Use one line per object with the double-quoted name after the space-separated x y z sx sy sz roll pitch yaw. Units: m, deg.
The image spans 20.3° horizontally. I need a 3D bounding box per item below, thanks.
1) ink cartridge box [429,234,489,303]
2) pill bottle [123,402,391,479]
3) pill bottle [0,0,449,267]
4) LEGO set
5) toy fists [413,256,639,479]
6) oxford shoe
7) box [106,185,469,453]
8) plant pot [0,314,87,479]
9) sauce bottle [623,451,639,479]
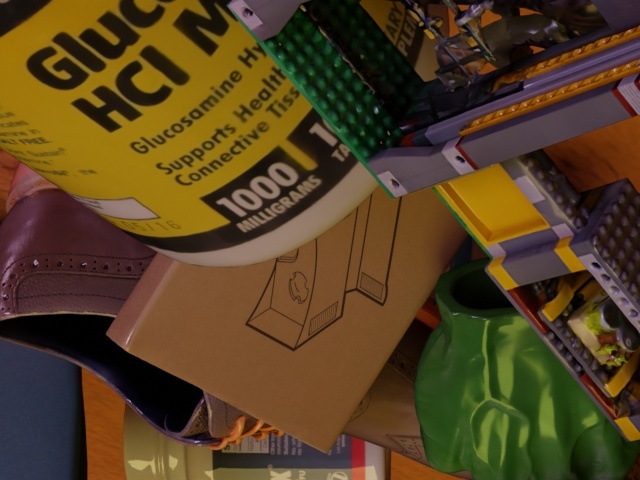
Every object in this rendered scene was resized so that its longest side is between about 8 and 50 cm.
0.105 0.032 1.112 0.089 0.052 0.122 15 147 -19 "ink cartridge box"
-0.042 0.137 1.253 0.180 0.108 0.108 0 150 5 "pill bottle"
-0.109 -0.137 0.697 0.188 0.188 0.334 -17 145 31 "pill bottle"
0.146 -0.082 0.639 0.192 0.255 0.331 -18 111 50 "LEGO set"
0.185 0.065 1.033 0.279 0.096 0.142 -12 116 -15 "toy fists"
-0.033 0.079 1.062 0.364 0.132 0.130 26 144 -15 "oxford shoe"
0.000 0.000 0.954 0.164 0.201 0.021 32 -178 -40 "box"
-0.221 0.114 1.097 0.166 0.234 0.165 4 150 -4 "plant pot"
0.161 0.178 1.129 0.111 0.344 0.111 3 107 9 "sauce bottle"
